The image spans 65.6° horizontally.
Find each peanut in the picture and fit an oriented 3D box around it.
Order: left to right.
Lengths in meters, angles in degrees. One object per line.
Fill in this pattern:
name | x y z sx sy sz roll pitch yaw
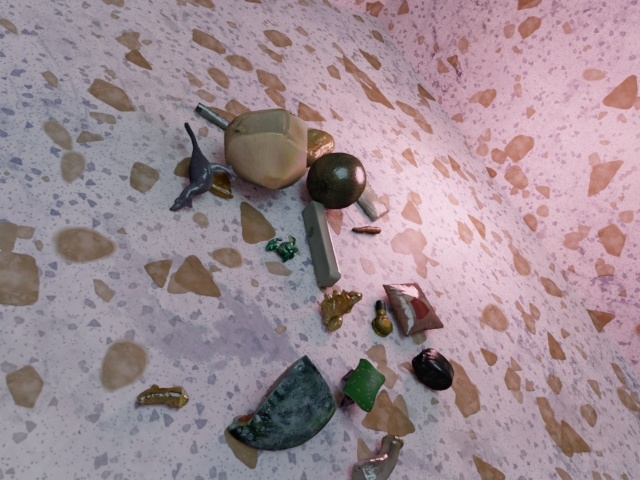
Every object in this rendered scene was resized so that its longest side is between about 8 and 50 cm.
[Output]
peanut | -0.047 -0.406 2.203 0.149 0.149 0.313 46 45 2

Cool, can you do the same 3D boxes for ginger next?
ginger | -0.399 0.400 1.276 0.137 0.044 0.058 14 66 -29
ginger | 0.063 0.229 1.784 0.115 0.081 0.205 35 45 11

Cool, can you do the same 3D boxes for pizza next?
pizza | -0.385 -0.232 1.837 0.178 0.041 0.131 31 48 -12

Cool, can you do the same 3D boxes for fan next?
fan | 0.236 0.293 1.904 0.082 0.039 0.155 21 44 -24

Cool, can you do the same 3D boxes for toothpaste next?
toothpaste | -0.404 -0.488 2.049 0.239 0.039 0.062 30 46 -19

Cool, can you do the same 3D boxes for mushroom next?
mushroom | 0.183 0.668 1.498 0.092 0.081 0.223 36 36 27

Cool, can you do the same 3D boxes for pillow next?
pillow | 0.223 -0.200 2.318 0.148 0.050 0.230 -29 77 -42
pillow | 0.370 0.269 2.002 0.223 0.084 0.236 -4 57 -40

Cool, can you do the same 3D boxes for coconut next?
coconut | -0.200 -0.343 1.882 0.352 0.352 0.353 23 44 -24

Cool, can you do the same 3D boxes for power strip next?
power strip | 0.000 0.000 1.921 0.062 0.091 0.385 13 48 -33

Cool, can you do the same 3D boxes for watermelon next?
watermelon | -0.098 0.428 1.394 0.319 0.290 0.214 2 24 -24

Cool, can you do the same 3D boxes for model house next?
model house | 0.120 0.479 1.605 0.117 0.088 0.167 42 41 -3

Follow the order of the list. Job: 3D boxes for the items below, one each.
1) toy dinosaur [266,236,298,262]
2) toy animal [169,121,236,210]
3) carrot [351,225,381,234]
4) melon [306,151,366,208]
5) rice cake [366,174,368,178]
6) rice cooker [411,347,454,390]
toy dinosaur | -0.134 0.022 1.821 0.096 0.059 0.132 46 47 12
toy animal | -0.403 -0.252 1.758 0.205 0.081 0.367 8 62 -16
carrot | 0.202 -0.047 2.178 0.165 0.036 0.036 4 54 -35
melon | 0.073 -0.252 2.087 0.237 0.237 0.301 50 31 7
rice cake | 0.151 -0.345 2.386 0.180 0.042 0.030 30 39 -18
rice cooker | 0.419 0.477 1.840 0.165 0.112 0.106 48 34 1
